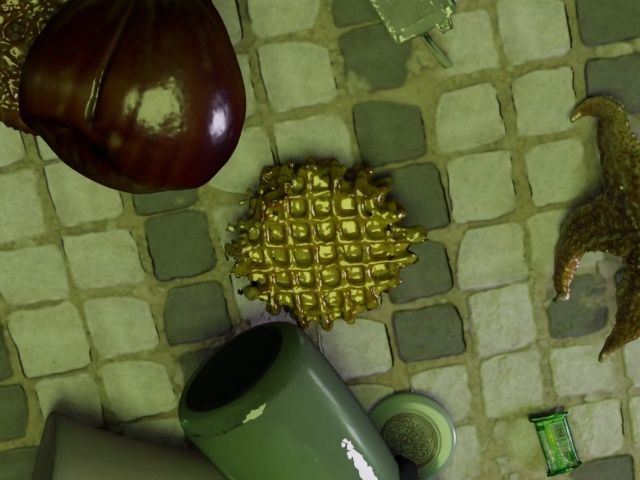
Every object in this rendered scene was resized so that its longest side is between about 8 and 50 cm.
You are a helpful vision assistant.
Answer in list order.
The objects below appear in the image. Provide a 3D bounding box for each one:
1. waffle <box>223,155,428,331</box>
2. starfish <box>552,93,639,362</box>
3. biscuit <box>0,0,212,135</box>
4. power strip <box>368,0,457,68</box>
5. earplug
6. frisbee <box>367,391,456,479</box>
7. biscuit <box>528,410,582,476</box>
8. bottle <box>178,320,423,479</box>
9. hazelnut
[{"bbox_3d":[0.000,0.000,1.872,0.197,0.070,0.193,26,112,-11],"label":"waffle"},{"bbox_3d":[0.352,-0.001,1.809,0.060,0.302,0.299,-18,107,-43],"label":"starfish"},{"bbox_3d":[-0.258,-0.239,1.760,0.305,0.038,0.305,-1,116,-2],"label":"biscuit"},{"bbox_3d":[0.092,-0.244,1.771,0.075,0.042,0.175,-29,115,11],"label":"power strip"},{"bbox_3d":[-0.169,0.300,1.967,0.301,0.172,0.172,11,115,-15],"label":"earplug"},{"bbox_3d":[0.101,0.227,1.992,0.110,0.014,0.110,1,100,9],"label":"frisbee"},{"bbox_3d":[0.274,0.234,2.022,0.046,0.016,0.089,-17,115,7],"label":"biscuit"},{"bbox_3d":[0.004,0.257,1.907,0.168,0.168,0.347,-32,115,12],"label":"bottle"},{"bbox_3d":[-0.167,-0.153,1.655,0.230,0.229,0.229,-1,115,-2],"label":"hazelnut"}]
